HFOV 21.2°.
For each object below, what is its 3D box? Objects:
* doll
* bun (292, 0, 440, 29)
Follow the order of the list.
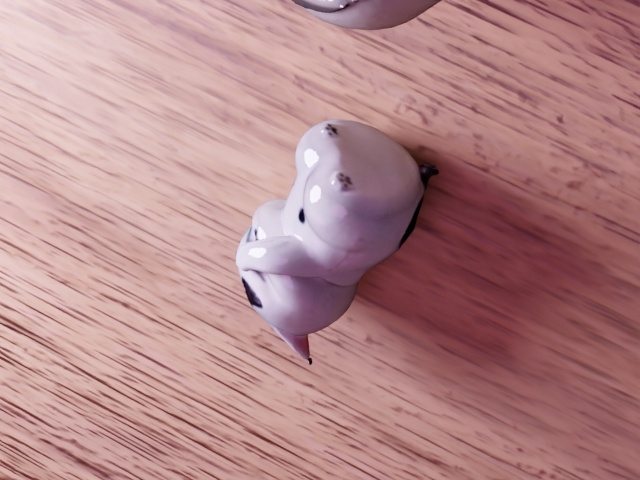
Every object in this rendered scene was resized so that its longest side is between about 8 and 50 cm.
[{"bbox_3d":[0.001,-0.005,1.277,0.107,0.110,0.180,19,130,-29],"label":"doll"},{"bbox_3d":[0.047,-0.223,1.134,0.173,0.120,0.172,-3,86,46],"label":"bun"}]
